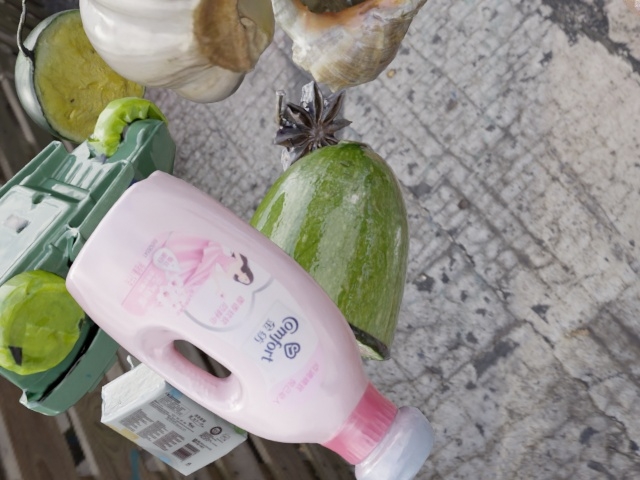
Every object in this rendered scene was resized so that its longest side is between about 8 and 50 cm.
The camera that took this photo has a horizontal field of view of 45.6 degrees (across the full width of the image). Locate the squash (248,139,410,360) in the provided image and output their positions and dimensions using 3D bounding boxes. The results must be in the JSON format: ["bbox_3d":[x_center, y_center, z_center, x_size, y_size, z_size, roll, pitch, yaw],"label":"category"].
[{"bbox_3d":[0.028,0.000,1.251,0.310,0.310,0.309,15,73,35],"label":"squash"}]

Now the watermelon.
[{"bbox_3d":[-0.395,-0.257,1.196,0.127,0.232,0.204,11,97,36],"label":"watermelon"}]

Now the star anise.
[{"bbox_3d":[-0.027,-0.242,1.630,0.230,0.262,0.081,-54,41,1],"label":"star anise"}]

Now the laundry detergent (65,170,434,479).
[{"bbox_3d":[-0.052,0.092,0.658,0.335,0.088,0.159,39,106,-1],"label":"laundry detergent"}]

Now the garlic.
[{"bbox_3d":[-0.154,-0.260,0.742,0.185,0.281,0.203,-22,58,1],"label":"garlic"}]

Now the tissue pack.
[{"bbox_3d":[-0.271,0.306,1.426,0.159,0.229,0.145,-34,37,14],"label":"tissue pack"}]

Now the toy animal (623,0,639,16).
[{"bbox_3d":[0.597,-0.551,1.353,0.269,0.237,0.326,5,74,24],"label":"toy animal"}]

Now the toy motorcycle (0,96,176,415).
[{"bbox_3d":[-0.249,0.012,0.810,0.191,0.200,0.326,17,58,36],"label":"toy motorcycle"}]

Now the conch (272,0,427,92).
[{"bbox_3d":[0.052,-0.447,1.339,0.352,0.297,0.210,-44,36,22],"label":"conch"}]
